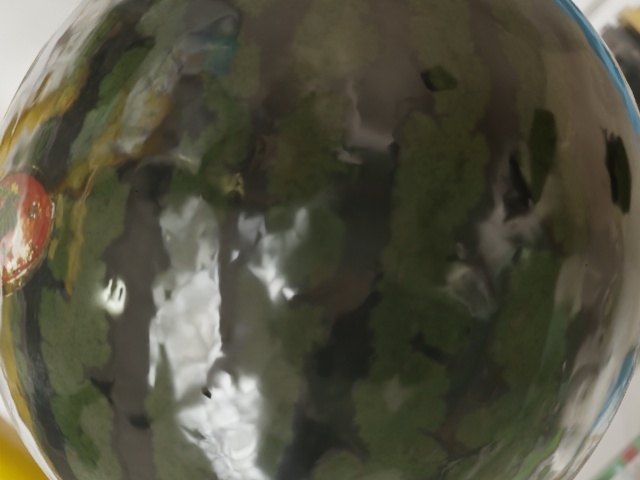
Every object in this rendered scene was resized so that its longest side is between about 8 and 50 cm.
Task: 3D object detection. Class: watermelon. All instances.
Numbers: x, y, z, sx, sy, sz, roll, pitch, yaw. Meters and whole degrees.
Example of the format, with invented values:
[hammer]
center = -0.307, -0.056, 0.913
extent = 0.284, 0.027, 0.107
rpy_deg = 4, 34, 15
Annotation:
[watermelon]
center = 0.000, 0.000, 0.493
extent = 0.212, 0.212, 0.212
rpy_deg = 47, -178, -2
